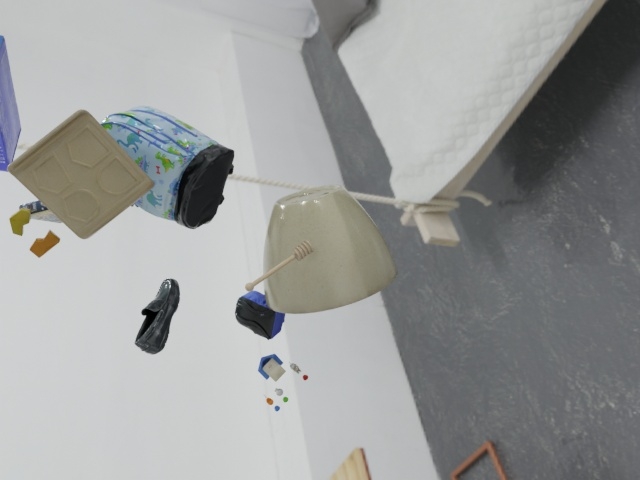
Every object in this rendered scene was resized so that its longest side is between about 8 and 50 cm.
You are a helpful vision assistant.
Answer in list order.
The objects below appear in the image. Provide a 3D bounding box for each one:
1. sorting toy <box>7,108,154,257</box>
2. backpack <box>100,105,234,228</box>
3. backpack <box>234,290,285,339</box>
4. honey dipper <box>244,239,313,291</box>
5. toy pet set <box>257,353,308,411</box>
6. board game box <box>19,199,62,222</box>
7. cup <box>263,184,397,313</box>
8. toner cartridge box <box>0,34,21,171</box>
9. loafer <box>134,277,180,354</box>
[{"bbox_3d":[-0.557,-0.112,1.234,0.307,0.229,0.041,-38,30,2],"label":"sorting toy"},{"bbox_3d":[-0.455,-0.221,1.556,0.355,0.273,0.290,45,132,18],"label":"backpack"},{"bbox_3d":[-0.153,0.185,1.438,0.101,0.120,0.097,-30,-44,-64],"label":"backpack"},{"bbox_3d":[-0.085,0.055,1.140,0.030,0.161,0.030,48,163,20],"label":"honey dipper"},{"bbox_3d":[-0.115,0.357,1.457,0.122,0.114,0.065,-45,34,-13],"label":"toy pet set"},{"bbox_3d":[-0.820,-0.107,1.817,0.244,0.165,0.042,-11,80,21],"label":"board game box"},{"bbox_3d":[0.000,0.000,1.350,0.331,0.331,0.236,16,122,64],"label":"cup"},{"bbox_3d":[-0.843,-0.343,1.438,0.347,0.075,0.165,123,148,-54],"label":"toner cartridge box"},{"bbox_3d":[-0.429,0.189,1.475,0.076,0.078,0.223,-23,44,34],"label":"loafer"}]
